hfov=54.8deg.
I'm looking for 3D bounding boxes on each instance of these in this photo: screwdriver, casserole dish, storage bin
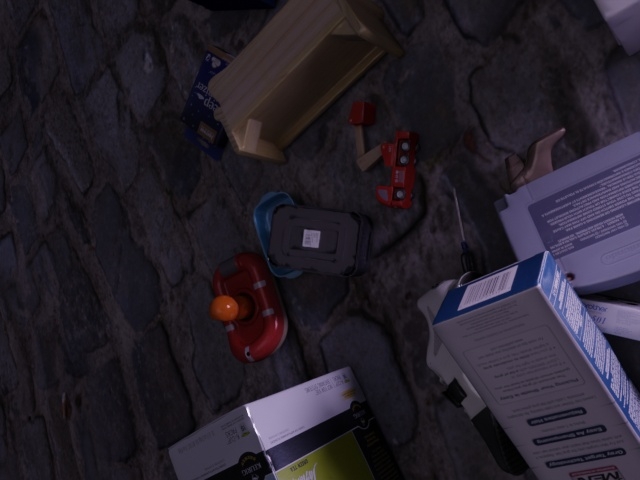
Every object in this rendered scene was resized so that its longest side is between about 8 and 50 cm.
[{"bbox_3d":[0.246,-0.010,1.083,0.025,0.024,0.170,-14,81,4],"label":"screwdriver"},{"bbox_3d":[-0.073,-0.012,1.286,0.114,0.037,0.188,-28,76,31],"label":"casserole dish"},{"bbox_3d":[0.000,0.000,1.181,0.180,0.084,0.122,7,90,19],"label":"storage bin"}]

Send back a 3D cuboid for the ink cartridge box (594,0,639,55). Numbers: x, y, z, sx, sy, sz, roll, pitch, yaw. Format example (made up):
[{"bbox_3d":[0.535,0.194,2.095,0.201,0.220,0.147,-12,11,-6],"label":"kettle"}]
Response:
[{"bbox_3d":[0.479,-0.417,0.810,0.270,0.197,0.198,-29,75,31],"label":"ink cartridge box"}]

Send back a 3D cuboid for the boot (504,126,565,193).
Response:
[{"bbox_3d":[0.359,-0.117,0.998,0.118,0.042,0.087,-32,80,31],"label":"boot"}]

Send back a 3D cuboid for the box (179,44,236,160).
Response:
[{"bbox_3d":[-0.239,-0.307,1.389,0.136,0.036,0.225,36,112,27],"label":"box"}]

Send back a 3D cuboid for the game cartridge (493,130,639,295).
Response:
[{"bbox_3d":[0.422,-0.035,0.897,0.294,0.060,0.196,-26,57,23],"label":"game cartridge"}]

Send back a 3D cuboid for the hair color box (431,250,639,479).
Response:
[{"bbox_3d":[0.334,0.204,0.893,0.174,0.105,0.347,-28,102,36],"label":"hair color box"}]

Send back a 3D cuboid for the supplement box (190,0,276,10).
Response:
[{"bbox_3d":[-0.200,-0.677,1.256,0.195,0.194,0.357,12,98,33],"label":"supplement box"}]

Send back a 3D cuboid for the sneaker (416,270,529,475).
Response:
[{"bbox_3d":[0.258,0.225,1.040,0.146,0.122,0.331,-26,78,50],"label":"sneaker"}]

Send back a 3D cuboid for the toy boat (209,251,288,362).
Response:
[{"bbox_3d":[-0.170,0.142,1.285,0.151,0.151,0.231,-26,77,32],"label":"toy boat"}]

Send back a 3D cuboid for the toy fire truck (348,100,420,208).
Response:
[{"bbox_3d":[0.114,-0.159,1.151,0.135,0.047,0.192,9,97,33],"label":"toy fire truck"}]

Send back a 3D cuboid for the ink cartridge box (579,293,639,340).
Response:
[{"bbox_3d":[0.483,0.120,0.884,0.207,0.097,0.046,11,97,32],"label":"ink cartridge box"}]

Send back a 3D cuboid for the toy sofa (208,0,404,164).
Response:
[{"bbox_3d":[-0.039,-0.325,1.187,0.362,0.150,0.177,-39,66,28],"label":"toy sofa"}]

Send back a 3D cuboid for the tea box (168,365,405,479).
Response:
[{"bbox_3d":[-0.035,0.438,1.098,0.220,0.329,0.324,-36,72,29],"label":"tea box"}]
